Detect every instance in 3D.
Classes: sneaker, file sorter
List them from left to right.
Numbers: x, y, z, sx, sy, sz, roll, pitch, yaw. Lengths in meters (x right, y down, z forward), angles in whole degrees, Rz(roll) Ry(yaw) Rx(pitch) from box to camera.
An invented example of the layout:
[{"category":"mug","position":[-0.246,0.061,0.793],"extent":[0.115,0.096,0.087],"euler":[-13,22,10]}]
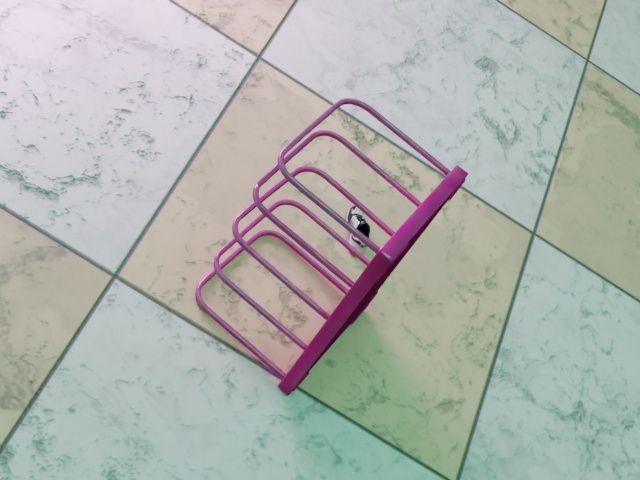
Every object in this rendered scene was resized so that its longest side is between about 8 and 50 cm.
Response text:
[{"category":"file sorter","position":[0.000,0.000,1.497],"extent":[0.182,0.290,0.202],"euler":[40,45,5]},{"category":"sneaker","position":[0.057,-0.019,1.722],"extent":[0.032,0.037,0.083],"euler":[12,49,-21]}]
